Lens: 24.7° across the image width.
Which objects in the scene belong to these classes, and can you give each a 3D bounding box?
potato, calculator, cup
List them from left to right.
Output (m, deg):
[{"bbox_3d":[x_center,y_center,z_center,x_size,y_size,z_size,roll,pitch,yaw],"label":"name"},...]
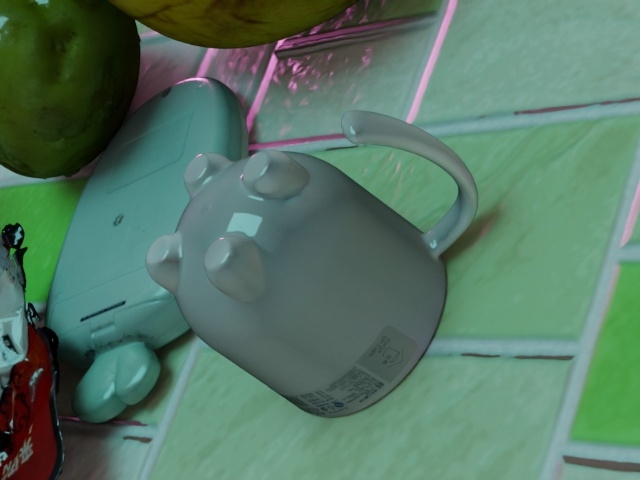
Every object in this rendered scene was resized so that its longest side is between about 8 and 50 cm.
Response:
[{"bbox_3d":[-0.220,-0.143,1.192,0.149,0.186,0.253,-8,10,-1],"label":"potato"},{"bbox_3d":[-0.132,-0.002,1.094,0.184,0.042,0.295,-22,45,36],"label":"calculator"},{"bbox_3d":[-0.005,0.011,0.862,0.174,0.142,0.134,-16,50,39],"label":"cup"}]

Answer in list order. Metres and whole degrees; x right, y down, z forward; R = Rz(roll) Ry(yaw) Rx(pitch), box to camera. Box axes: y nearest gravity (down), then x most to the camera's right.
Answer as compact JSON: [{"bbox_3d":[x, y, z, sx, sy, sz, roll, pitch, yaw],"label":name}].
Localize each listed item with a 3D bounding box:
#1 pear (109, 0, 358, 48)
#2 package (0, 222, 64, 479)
[{"bbox_3d":[-0.065,-0.269,1.057,0.281,0.281,0.280,-28,43,30],"label":"pear"},{"bbox_3d":[-0.246,0.120,1.098,0.194,0.071,0.269,-58,38,34],"label":"package"}]
